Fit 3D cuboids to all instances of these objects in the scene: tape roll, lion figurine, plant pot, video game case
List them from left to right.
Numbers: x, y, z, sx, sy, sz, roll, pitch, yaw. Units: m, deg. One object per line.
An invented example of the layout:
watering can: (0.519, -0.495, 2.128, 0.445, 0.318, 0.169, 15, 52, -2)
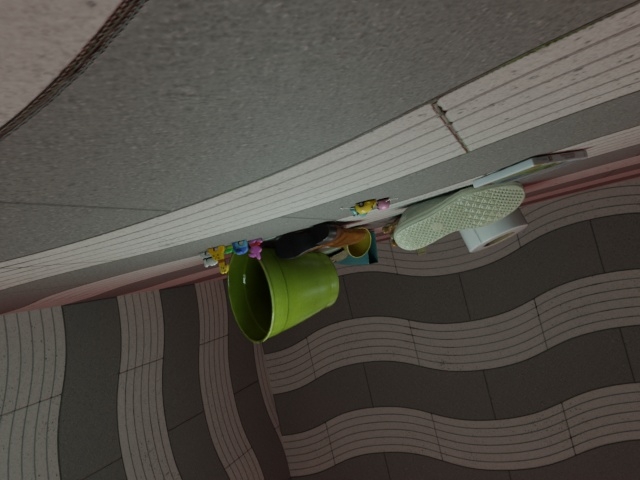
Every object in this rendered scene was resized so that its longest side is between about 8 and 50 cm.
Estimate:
plant pot: (-0.131, 0.182, 1.807, 0.353, 0.366, 0.367, -9, 174, -36)
plant pot: (0.153, 0.045, 2.332, 0.234, 0.165, 0.166, -6, 179, 23)
plant pot: (0.141, -0.001, 1.988, 0.134, 0.134, 0.095, -10, -161, -34)
lion figurine: (0.432, -0.072, 1.973, 0.392, 0.142, 0.240, -27, 177, -36)
tape roll: (0.673, -0.077, 1.819, 0.246, 0.169, 0.246, -22, 165, -6)
video game case: (0.587, -0.201, 1.292, 0.207, 0.026, 0.227, -11, 176, -23)

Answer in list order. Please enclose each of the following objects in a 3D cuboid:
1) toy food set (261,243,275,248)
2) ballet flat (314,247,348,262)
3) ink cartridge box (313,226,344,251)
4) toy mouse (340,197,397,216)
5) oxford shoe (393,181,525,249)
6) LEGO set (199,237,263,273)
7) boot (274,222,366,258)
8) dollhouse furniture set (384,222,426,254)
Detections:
toy food set: (-0.203, 0.024, 1.899, 0.122, 0.019, 0.078, -22, 173, 18)
ballet flat: (-0.068, 0.057, 2.045, 0.483, 0.164, 0.182, -17, 156, -24)
ink cartridge box: (-0.006, -0.023, 1.803, 0.181, 0.056, 0.225, -14, 157, 19)
toy mouse: (0.147, -0.093, 1.326, 0.161, 0.031, 0.143, -14, 176, 9)
oxford shoe: (0.453, -0.106, 1.545, 0.450, 0.169, 0.130, -24, -147, 26)
LEGO set: (-0.309, 0.061, 1.561, 0.227, 0.093, 0.087, -13, 175, 6)
boot: (0.000, 0.000, 1.704, 0.264, 0.096, 0.280, -30, 164, 27)
dollhouse furniture set: (0.412, -0.005, 2.234, 0.161, 0.181, 0.101, -14, 176, 3)
